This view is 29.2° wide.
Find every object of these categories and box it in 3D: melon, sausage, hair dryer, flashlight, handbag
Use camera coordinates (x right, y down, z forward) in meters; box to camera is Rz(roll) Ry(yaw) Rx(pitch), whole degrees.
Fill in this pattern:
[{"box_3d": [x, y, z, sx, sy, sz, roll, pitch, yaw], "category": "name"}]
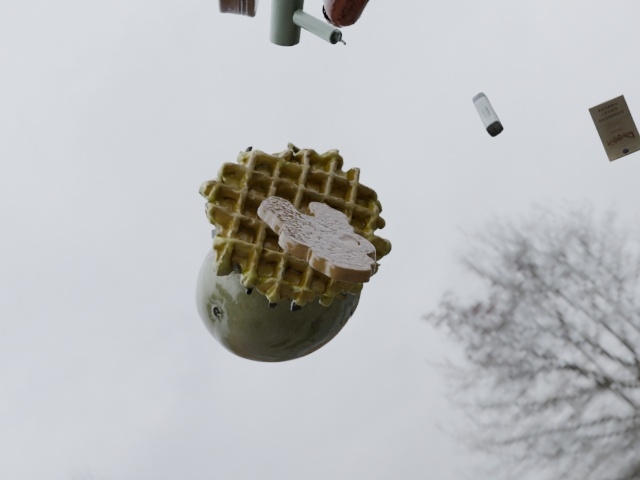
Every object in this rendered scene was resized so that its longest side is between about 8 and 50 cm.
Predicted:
[{"box_3d": [-0.071, 0.082, 2.225, 0.330, 0.268, 0.268, -24, -30, -45], "category": "melon"}, {"box_3d": [0.051, -0.426, 2.115, 0.076, 0.076, 0.141, -25, -18, -39], "category": "sausage"}, {"box_3d": [-0.010, -0.235, 1.362, 0.038, 0.124, 0.063, -19, -52, -36], "category": "hair dryer"}, {"box_3d": [0.194, -0.147, 1.430, 0.018, 0.083, 0.018, -34, -63, 14], "category": "flashlight"}, {"box_3d": [-0.131, -0.481, 2.100, 0.151, 0.072, 0.193, 103, 173, -73], "category": "handbag"}]

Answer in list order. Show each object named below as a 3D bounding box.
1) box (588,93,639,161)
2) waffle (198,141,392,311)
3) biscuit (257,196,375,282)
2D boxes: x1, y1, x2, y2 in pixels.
[{"box_3d": [0.417, -0.158, 1.733, 0.053, 0.083, 0.024, -21, 1, 18], "category": "box"}, {"box_3d": [-0.033, -0.034, 1.958, 0.329, 0.329, 0.062, -31, -13, -30], "category": "waffle"}, {"box_3d": [0.004, 0.001, 1.745, 0.144, 0.236, 0.040, 1, -63, -23], "category": "biscuit"}]
